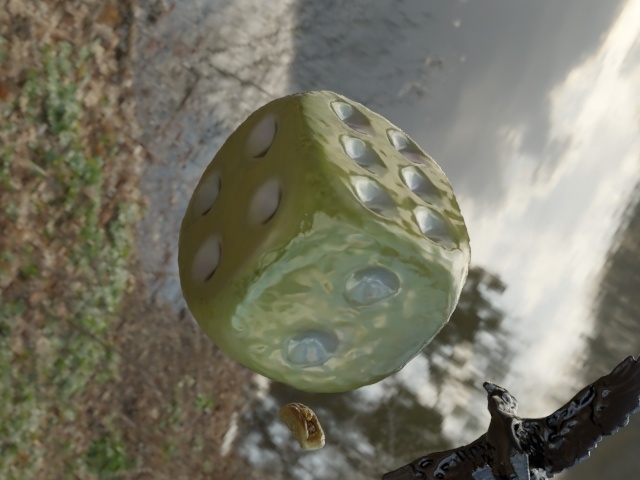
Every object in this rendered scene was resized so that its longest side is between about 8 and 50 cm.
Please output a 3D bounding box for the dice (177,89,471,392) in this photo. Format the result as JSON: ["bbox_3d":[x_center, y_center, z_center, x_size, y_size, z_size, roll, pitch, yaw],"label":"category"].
[{"bbox_3d":[0.000,0.000,1.230,0.226,0.238,0.233,27,121,-30],"label":"dice"}]

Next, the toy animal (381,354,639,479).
[{"bbox_3d":[0.125,0.138,0.762,0.220,0.062,0.108,-31,-160,17],"label":"toy animal"}]

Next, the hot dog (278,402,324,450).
[{"bbox_3d":[-0.023,0.219,1.421,0.030,0.090,0.034,-7,119,-24],"label":"hot dog"}]
